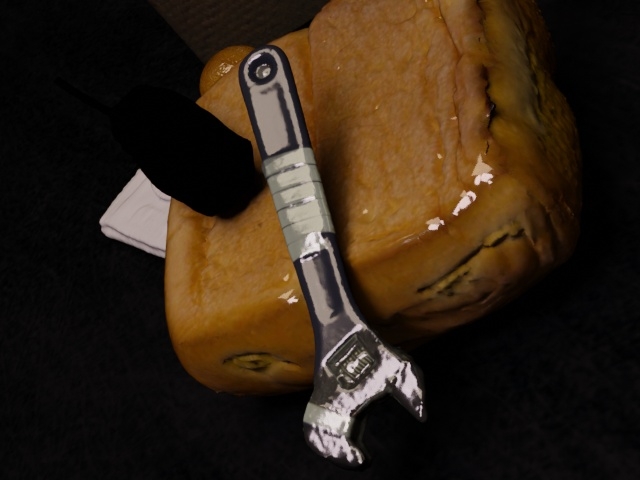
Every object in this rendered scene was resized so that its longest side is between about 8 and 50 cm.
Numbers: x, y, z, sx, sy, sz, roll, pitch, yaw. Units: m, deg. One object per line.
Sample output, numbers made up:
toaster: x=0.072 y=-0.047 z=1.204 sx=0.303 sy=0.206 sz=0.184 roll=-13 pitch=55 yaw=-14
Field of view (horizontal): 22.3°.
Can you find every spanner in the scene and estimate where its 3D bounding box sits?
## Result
spanner: x=0.000 y=0.000 z=1.085 sx=0.087 sy=0.024 sz=0.316 roll=-27 pitch=63 yaw=24

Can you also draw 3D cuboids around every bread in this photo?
bread: x=0.037 y=-0.042 z=1.231 sx=0.328 sy=0.148 sz=0.337 roll=-32 pitch=37 yaw=23

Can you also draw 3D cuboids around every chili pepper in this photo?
chili pepper: x=-0.116 y=-0.079 z=1.243 sx=0.072 sy=0.073 sz=0.204 roll=-37 pitch=43 yaw=-16

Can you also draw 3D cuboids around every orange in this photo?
orange: x=-0.075 y=-0.146 z=1.541 sx=0.085 sy=0.085 sz=0.085 roll=-28 pitch=34 yaw=21

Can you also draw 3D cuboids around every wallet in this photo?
wallet: x=-0.133 y=-0.041 z=1.514 sx=0.124 sy=0.032 sz=0.183 roll=-53 pitch=34 yaw=-13

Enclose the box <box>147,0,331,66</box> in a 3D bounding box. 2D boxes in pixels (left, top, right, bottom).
box: x=-0.046 y=-0.314 z=1.648 sx=0.273 sy=0.143 sz=0.184 roll=-28 pitch=34 yaw=19
